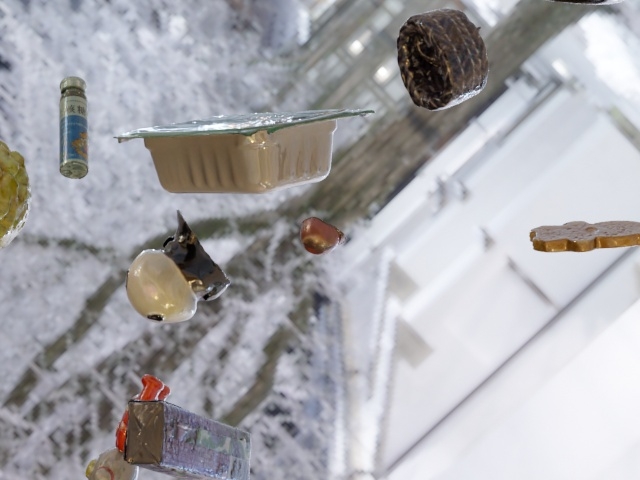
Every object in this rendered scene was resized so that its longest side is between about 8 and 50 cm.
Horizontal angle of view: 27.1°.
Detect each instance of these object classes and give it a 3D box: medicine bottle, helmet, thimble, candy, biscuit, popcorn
[{"bbox_3d":[-0.420,-0.192,2.261,0.051,0.051,0.191,36,-144,-47],"label":"medicine bottle"},{"bbox_3d":[0.001,0.002,2.296,0.084,0.065,0.049,28,-129,-16],"label":"helmet"},{"bbox_3d":[0.132,-0.198,1.451,0.095,0.066,0.104,21,124,50],"label":"thimble"},{"bbox_3d":[-0.174,0.283,1.812,0.312,0.061,0.088,42,-131,-64],"label":"candy"},{"bbox_3d":[0.494,-0.005,2.408,0.166,0.225,0.036,-77,-18,-77],"label":"biscuit"},{"bbox_3d":[-0.537,-0.062,1.973,0.204,0.221,0.184,46,147,24],"label":"popcorn"}]

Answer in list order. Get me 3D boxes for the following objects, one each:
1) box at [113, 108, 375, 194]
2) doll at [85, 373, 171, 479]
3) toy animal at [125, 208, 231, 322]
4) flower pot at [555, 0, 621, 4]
[{"bbox_3d":[-0.119,-0.131,2.012,0.336,0.106,0.264,3,-166,43],"label":"box"},{"bbox_3d":[-0.304,0.329,2.072,0.076,0.245,0.142,25,170,13],"label":"doll"},{"bbox_3d":[-0.267,0.060,2.367,0.166,0.179,0.138,47,162,13],"label":"toy animal"},{"bbox_3d":[0.138,-0.300,1.084,0.268,0.166,0.269,13,-173,-2],"label":"flower pot"}]
